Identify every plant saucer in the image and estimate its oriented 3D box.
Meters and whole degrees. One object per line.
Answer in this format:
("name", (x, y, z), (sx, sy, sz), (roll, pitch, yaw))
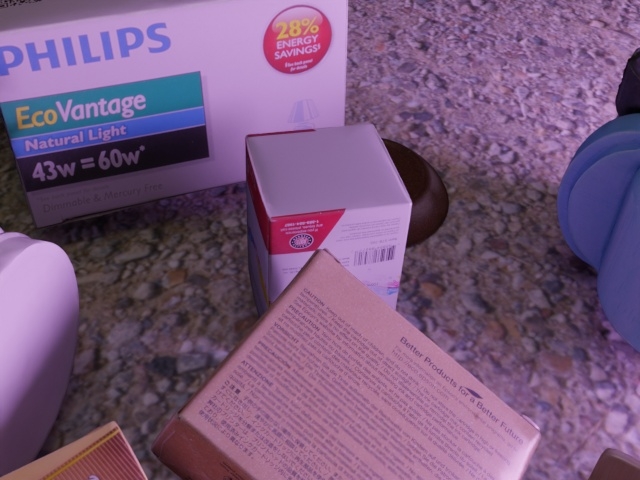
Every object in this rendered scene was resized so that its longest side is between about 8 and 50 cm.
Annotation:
("plant saucer", (0.054, -0.067, 0.921), (0.199, 0.036, 0.198), (2, 43, -2))

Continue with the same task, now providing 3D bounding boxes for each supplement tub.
("supplement tub", (-0.376, 0.070, 0.609), (0.317, 0.228, 0.228), (9, 44, 5))

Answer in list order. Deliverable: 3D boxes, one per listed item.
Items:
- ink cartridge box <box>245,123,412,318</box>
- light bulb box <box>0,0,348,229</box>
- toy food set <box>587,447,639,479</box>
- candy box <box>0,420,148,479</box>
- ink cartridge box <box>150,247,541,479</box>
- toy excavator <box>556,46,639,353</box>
("ink cartridge box", (0.000, 0.000, 0.748), (0.128, 0.176, 0.127), (-7, 43, -12))
("light bulb box", (-0.194, -0.235, 0.915), (0.358, 0.225, 0.361), (-13, 42, -15))
("toy food set", (0.238, 0.306, 0.509), (0.220, 0.092, 0.306), (26, 48, 21))
("candy box", (-0.128, 0.273, 0.426), (0.183, 0.087, 0.316), (-24, 50, -25))
("ink cartridge box", (0.025, 0.153, 0.599), (0.235, 0.088, 0.193), (40, 50, 3))
("toy excavator", (0.393, 0.069, 0.679), (0.433, 0.222, 0.445), (23, 50, 20))
